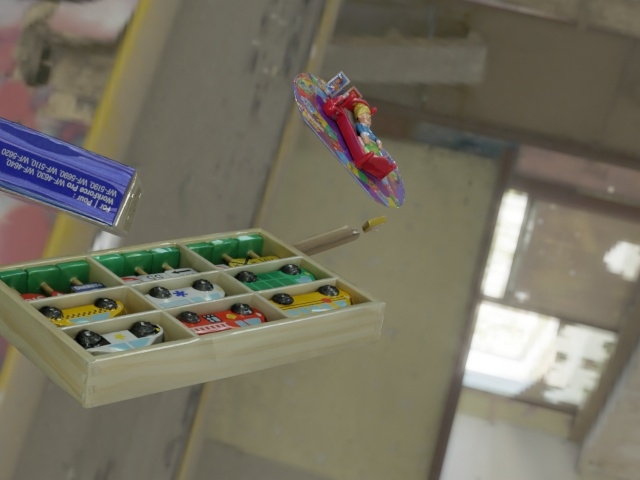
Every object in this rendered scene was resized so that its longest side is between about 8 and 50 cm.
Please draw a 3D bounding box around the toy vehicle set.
[{"bbox_3d":[-0.103,0.050,1.036,0.267,0.166,0.035,-9,117,-40],"label":"toy vehicle set"}]

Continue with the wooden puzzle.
[{"bbox_3d":[0.000,0.000,1.198,0.078,0.116,0.014,76,-5,-83],"label":"wooden puzzle"}]

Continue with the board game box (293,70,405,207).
[{"bbox_3d":[0.041,-0.110,1.378,0.033,0.168,0.133,-38,-170,22],"label":"board game box"}]

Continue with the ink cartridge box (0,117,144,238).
[{"bbox_3d":[-0.253,-0.059,1.285,0.333,0.165,0.065,177,-67,-84],"label":"ink cartridge box"}]
